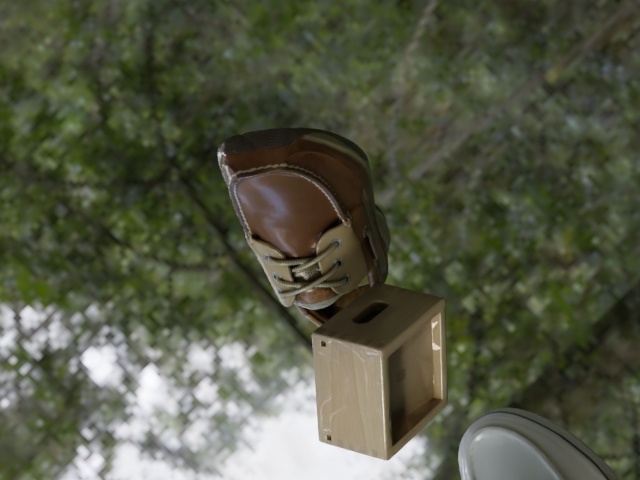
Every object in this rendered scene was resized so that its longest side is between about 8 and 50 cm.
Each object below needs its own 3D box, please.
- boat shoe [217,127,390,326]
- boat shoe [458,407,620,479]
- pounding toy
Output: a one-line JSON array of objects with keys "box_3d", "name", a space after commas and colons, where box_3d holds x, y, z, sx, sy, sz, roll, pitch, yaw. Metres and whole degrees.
[{"box_3d": [0.000, 0.000, 1.452, 0.324, 0.123, 0.119, 47, -145, -64], "name": "boat shoe"}, {"box_3d": [0.137, 0.173, 0.877, 0.076, 0.083, 0.226, 24, -158, -50], "name": "boat shoe"}, {"box_3d": [0.050, 0.113, 1.440, 0.100, 0.130, 0.141, 13, -151, 30], "name": "pounding toy"}]
